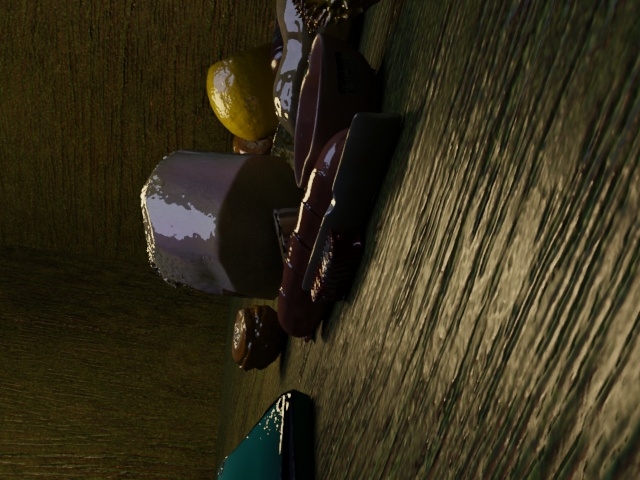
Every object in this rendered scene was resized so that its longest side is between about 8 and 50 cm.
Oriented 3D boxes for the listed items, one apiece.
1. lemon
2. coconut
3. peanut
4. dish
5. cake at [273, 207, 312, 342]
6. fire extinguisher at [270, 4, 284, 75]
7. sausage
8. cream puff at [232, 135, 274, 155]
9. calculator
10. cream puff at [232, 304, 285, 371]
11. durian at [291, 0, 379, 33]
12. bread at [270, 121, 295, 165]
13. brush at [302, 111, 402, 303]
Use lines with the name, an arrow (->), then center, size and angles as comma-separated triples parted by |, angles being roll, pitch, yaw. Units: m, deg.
lemon -> -0.149, -0.352, 2.098 | 0.240, 0.241, 0.219 | -154, 44, -81
coconut -> -0.159, -0.027, 1.617 | 0.297, 0.310, 0.297 | -23, -62, -54
peanut -> -0.011, -0.316, 1.431 | 0.149, 0.149, 0.313 | -136, 54, -80
dish -> 0.024, -0.177, 1.202 | 0.213, 0.091, 0.213 | -174, 90, -81
cake -> -0.019, 0.052, 1.435 | 0.109, 0.090, 0.225 | -142, 42, -78
fire extinguisher -> -0.046, -0.434, 1.822 | 0.135, 0.114, 0.337 | 142, 138, -58
sausage -> -0.001, 0.001, 1.205 | 0.433, 0.088, 0.087 | 107, 168, -46
cream puff -> -0.175, -0.255, 2.473 | 0.165, 0.150, 0.115 | -46, -29, -25
calculator -> -0.090, 0.390, 1.318 | 0.274, 0.058, 0.248 | -53, 23, 34
cream puff -> -0.125, 0.198, 1.788 | 0.126, 0.103, 0.143 | -118, 35, -54
durian -> 0.033, -0.369, 1.114 | 0.132, 0.183, 0.165 | -52, -59, -79
bread -> -0.058, -0.218, 1.814 | 0.094, 0.083, 0.157 | -87, 11, -47
brush -> 0.036, -0.028, 1.082 | 0.321, 0.060, 0.050 | 107, 156, -46
